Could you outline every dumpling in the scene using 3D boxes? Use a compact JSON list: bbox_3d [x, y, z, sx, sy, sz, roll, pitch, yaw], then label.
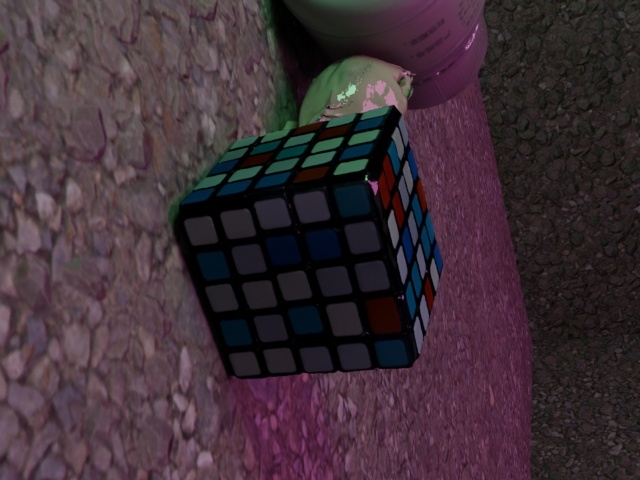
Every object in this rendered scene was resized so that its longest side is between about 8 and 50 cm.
[{"bbox_3d":[0.027,-0.153,1.000,0.199,0.136,0.118,-30,102,-45],"label":"dumpling"}]

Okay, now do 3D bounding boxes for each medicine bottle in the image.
[{"bbox_3d":[0.094,-0.319,1.094,0.302,0.241,0.241,38,47,-63],"label":"medicine bottle"}]

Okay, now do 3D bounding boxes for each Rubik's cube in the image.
[{"bbox_3d":[0.000,0.000,0.788,0.182,0.184,0.187,-62,141,-59],"label":"Rubik's cube"}]
